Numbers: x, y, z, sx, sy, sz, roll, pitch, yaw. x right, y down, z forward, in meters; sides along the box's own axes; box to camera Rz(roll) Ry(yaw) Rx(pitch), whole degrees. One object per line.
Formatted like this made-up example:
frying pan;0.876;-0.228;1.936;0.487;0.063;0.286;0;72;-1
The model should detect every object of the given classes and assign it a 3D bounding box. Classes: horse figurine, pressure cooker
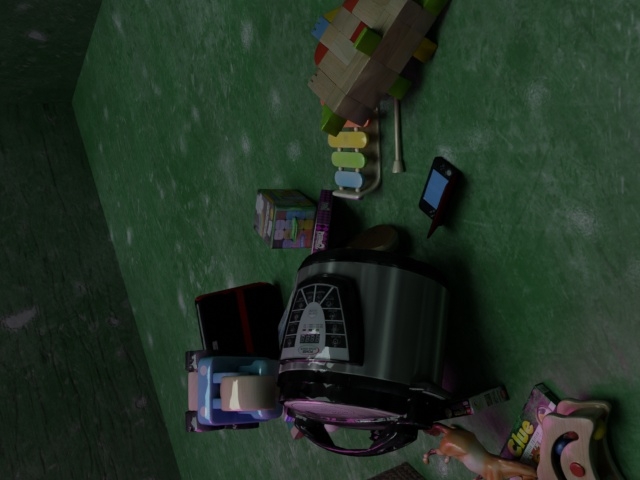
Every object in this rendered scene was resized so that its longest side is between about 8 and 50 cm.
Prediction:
horse figurine;0.326;0.474;1.550;0.263;0.066;0.174;36;137;17
pressure cooker;0.098;0.261;1.585;0.370;0.376;0.420;103;177;-72

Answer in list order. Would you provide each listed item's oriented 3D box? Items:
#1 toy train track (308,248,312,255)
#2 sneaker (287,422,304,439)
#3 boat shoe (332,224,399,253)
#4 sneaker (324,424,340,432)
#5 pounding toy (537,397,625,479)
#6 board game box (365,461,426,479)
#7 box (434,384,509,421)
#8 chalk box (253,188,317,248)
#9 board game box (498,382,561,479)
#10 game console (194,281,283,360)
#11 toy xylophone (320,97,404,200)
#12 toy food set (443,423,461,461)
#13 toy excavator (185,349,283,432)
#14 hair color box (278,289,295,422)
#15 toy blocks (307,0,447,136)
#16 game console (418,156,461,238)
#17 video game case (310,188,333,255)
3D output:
toy train track;-0.024;0.047;2.112;0.014;0.048;0.083;6;126;23
sneaker;-0.051;0.501;2.214;0.121;0.108;0.302;55;141;26
boat shoe;0.123;0.031;1.845;0.089;0.104;0.285;49;155;-13
sneaker;0.073;0.454;2.023;0.161;0.102;0.282;34;126;44
pounding toy;0.475;0.438;1.329;0.154;0.155;0.269;18;119;40
board game box;0.161;0.763;1.851;0.141;0.232;0.291;32;125;48
box;0.314;0.373;1.620;0.207;0.114;0.036;-34;70;55
chalk box;-0.095;-0.056;2.071;0.213;0.132;0.132;-136;50;-57
board game box;0.456;0.437;1.500;0.136;0.030;0.259;47;135;42
game console;-0.232;0.336;2.237;0.060;0.342;0.386;-11;90;43
toy xylophone;0.102;-0.263;1.796;0.236;0.081;0.322;-1;98;56
toy food set;0.327;0.484;1.715;0.083;0.020;0.082;32;124;49
toy excavator;-0.192;0.388;1.877;0.445;0.433;0.222;-12;75;37
hair color box;-0.044;0.327;2.045;0.338;0.110;0.185;-100;24;-45
toy blocks;0.085;-0.454;1.642;0.381;0.191;0.261;-55;43;19
game console;0.252;-0.098;1.609;0.124;0.085;0.144;47;135;39
video game case;0.000;0.000;1.943;0.232;0.042;0.210;-82;1;-63
